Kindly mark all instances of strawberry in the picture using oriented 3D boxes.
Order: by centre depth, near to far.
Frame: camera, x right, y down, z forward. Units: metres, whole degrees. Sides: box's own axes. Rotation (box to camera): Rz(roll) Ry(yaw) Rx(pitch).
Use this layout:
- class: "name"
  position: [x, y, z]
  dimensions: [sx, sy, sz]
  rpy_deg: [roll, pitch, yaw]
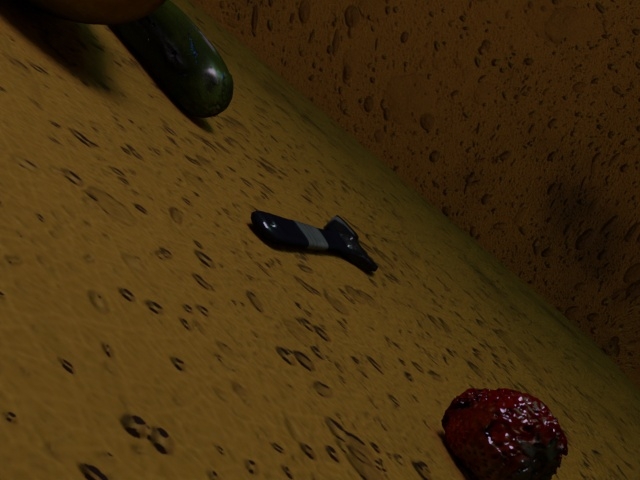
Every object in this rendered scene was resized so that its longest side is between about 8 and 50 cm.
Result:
- class: "strawberry"
  position: [0.142, 0.156, 0.685]
  dimensions: [0.096, 0.083, 0.083]
  rpy_deg: [40, 8, 34]

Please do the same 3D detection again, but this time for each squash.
- class: "squash"
  position: [-0.206, -0.265, 1.128]
  dimensions: [0.087, 0.087, 0.331]
  rpy_deg: [28, 15, -51]

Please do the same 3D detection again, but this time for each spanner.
- class: "spanner"
  position: [0.000, 0.000, 0.954]
  dimensions: [0.087, 0.024, 0.316]
  rpy_deg: [50, 12, 15]

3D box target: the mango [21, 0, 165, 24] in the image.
- class: "mango"
  position: [-0.260, -0.336, 0.897]
  dimensions: [0.221, 0.199, 0.384]
  rpy_deg: [27, 18, -50]
